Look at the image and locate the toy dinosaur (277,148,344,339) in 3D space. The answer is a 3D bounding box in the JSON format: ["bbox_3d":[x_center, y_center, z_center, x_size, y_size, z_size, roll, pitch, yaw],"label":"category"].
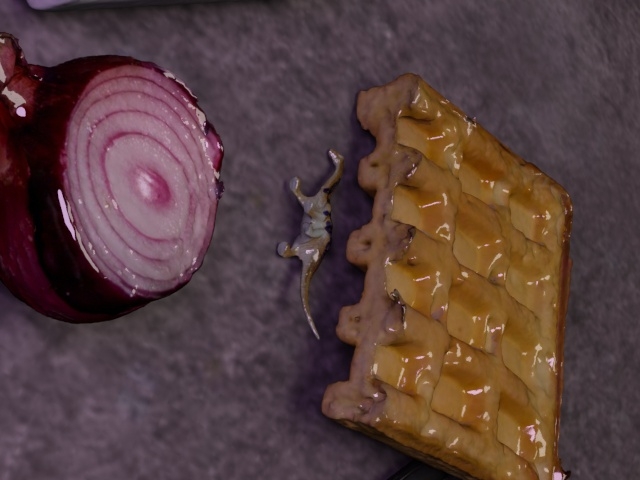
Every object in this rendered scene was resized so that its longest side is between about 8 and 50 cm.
[{"bbox_3d":[-0.010,-0.007,1.151,0.058,0.037,0.180,30,65,-37],"label":"toy dinosaur"}]

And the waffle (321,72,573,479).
[{"bbox_3d":[0.136,0.058,1.249,0.304,0.077,0.348,33,56,-42],"label":"waffle"}]

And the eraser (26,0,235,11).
[{"bbox_3d":[-0.108,-0.275,1.019,0.290,0.104,0.189,-14,93,-47],"label":"eraser"}]

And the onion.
[{"bbox_3d":[-0.177,-0.053,0.901,0.218,0.140,0.195,44,53,-35],"label":"onion"}]

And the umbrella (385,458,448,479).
[{"bbox_3d":[0.092,0.221,1.246,0.133,0.031,0.036,-24,103,-45],"label":"umbrella"}]
